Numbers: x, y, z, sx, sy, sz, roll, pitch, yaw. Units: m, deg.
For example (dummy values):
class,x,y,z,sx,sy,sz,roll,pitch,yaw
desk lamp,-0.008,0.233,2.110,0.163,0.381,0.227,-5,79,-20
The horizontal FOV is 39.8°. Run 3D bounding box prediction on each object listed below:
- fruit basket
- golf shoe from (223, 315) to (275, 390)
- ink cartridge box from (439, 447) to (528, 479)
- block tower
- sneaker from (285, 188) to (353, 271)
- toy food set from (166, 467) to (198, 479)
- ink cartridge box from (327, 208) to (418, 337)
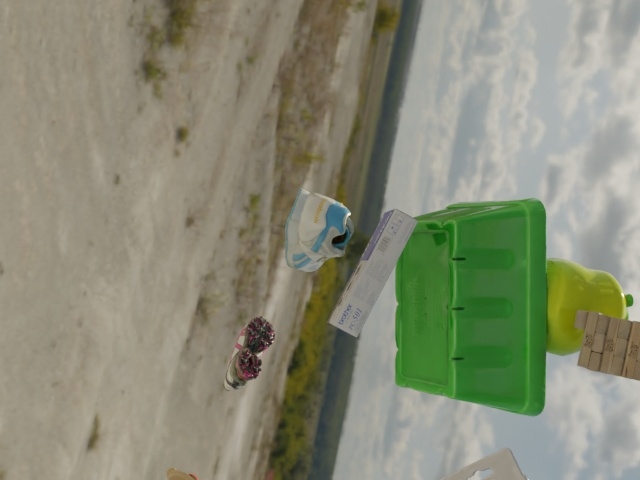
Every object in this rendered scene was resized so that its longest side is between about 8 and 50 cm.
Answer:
class,x,y,z,sx,sy,sz,roll,pitch,yaw
fruit basket,0.332,0.110,1.542,0.283,0.392,0.392,0,-104,59
golf shoe,-0.150,0.224,1.777,0.086,0.067,0.186,-40,-165,33
ink cartridge box,0.230,0.359,1.100,0.060,0.104,0.180,58,7,-76
block tower,0.553,0.181,1.325,0.091,0.335,0.097,17,86,-59
sneaker,0.000,0.000,1.389,0.229,0.092,0.087,86,23,-71
toy food set,-0.215,0.404,1.431,0.020,0.083,0.083,-37,103,-46
ink cartridge box,0.082,0.051,1.417,0.207,0.046,0.097,-62,-176,-5
